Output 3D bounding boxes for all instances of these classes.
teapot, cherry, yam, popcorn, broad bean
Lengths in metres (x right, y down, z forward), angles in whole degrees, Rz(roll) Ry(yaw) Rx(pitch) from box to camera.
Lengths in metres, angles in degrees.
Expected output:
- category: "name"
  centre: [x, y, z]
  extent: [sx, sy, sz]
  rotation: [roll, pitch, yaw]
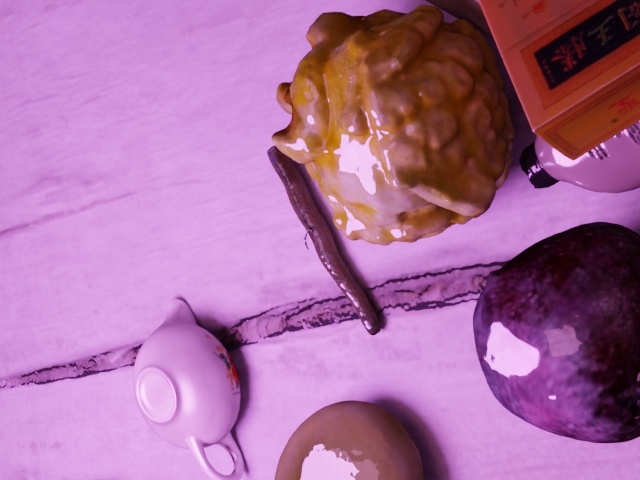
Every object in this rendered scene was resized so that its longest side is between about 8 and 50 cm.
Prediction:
- category: "teapot"
  centre: [-0.153, 0.177, 1.838]
  extent: [0.145, 0.092, 0.226]
  rotation: [-30, 79, 43]
- category: "cherry"
  centre: [0.226, 0.084, 1.393]
  extent: [0.195, 0.195, 0.195]
  rotation: [9, 104, 43]
- category: "yam"
  centre: [0.001, -0.001, 1.696]
  extent: [0.027, 0.029, 0.234]
  rotation: [-38, 71, 29]
- category: "popcorn"
  centre: [0.071, -0.104, 1.498]
  extent: [0.255, 0.195, 0.256]
  rotation: [43, 154, 20]
- category: "broad bean"
  centre: [0.021, 0.297, 1.668]
  extent: [0.189, 0.121, 0.263]
  rotation: [22, 110, 36]

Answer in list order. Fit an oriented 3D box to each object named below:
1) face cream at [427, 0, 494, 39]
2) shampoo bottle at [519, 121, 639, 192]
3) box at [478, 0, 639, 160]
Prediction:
- category: "face cream"
  centre: [0.128, -0.266, 1.501]
  extent: [0.341, 0.084, 0.137]
  rotation: [30, 109, 28]
- category: "shampoo bottle"
  centre: [0.274, -0.117, 1.376]
  extent: [0.257, 0.078, 0.127]
  rotation: [-32, 82, 38]
- category: "box"
  centre: [0.220, -0.226, 1.329]
  extent: [0.174, 0.076, 0.274]
  rotation: [-33, 55, 24]
